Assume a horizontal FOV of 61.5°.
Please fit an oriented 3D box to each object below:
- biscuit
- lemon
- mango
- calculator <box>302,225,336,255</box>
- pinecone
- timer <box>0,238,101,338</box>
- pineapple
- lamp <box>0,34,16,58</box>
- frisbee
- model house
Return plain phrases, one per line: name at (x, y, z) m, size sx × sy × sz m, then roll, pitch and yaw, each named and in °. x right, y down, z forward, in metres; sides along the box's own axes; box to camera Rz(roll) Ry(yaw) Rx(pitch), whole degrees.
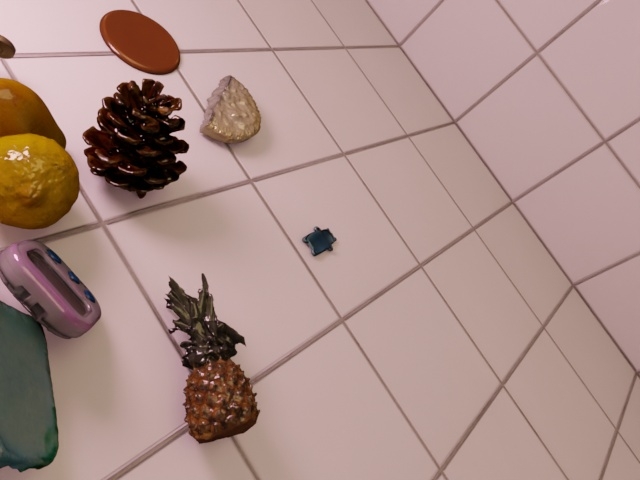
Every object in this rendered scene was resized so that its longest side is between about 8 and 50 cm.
biscuit at (-0.266, -0.402, 1.685) m, size 0.179 × 0.084 × 0.281 m, roll 26°, pitch 45°, yaw -25°
lemon at (-0.593, -0.121, 1.093) m, size 0.192 × 0.192 × 0.231 m, roll 17°, pitch 17°, yaw -33°
mango at (-0.647, -0.255, 1.174) m, size 0.227 × 0.099 × 0.136 m, roll 59°, pitch 46°, yaw -58°
calculator at (0.000, 0.000, 1.674) m, size 0.094 × 0.019 × 0.141 m, roll 55°, pitch 39°, yaw 5°
pinecone at (-0.433, -0.239, 1.274) m, size 0.244 × 0.309 × 0.244 m, roll 17°, pitch 32°, yaw -11°
timer at (-0.515, 0.093, 1.026) m, size 0.069 × 0.191 × 0.208 m, roll -38°, pitch 100°, yaw -5°
pineapple at (-0.241, 0.245, 1.176) m, size 0.166 × 0.165 × 0.364 m, roll 5°, pitch 56°, yaw -40°
lamp at (-0.750, -0.354, 1.181) m, size 0.121 × 0.121 × 0.214 m, roll 22°, pitch 64°, yaw -29°
frisbee at (-0.544, -0.608, 1.641) m, size 0.251 × 0.021 × 0.250 m, roll 23°, pitch 49°, yaw -29°
model house at (-0.595, 0.254, 0.844) m, size 0.249 × 0.230 × 0.280 m, roll -19°, pitch 65°, yaw -4°
